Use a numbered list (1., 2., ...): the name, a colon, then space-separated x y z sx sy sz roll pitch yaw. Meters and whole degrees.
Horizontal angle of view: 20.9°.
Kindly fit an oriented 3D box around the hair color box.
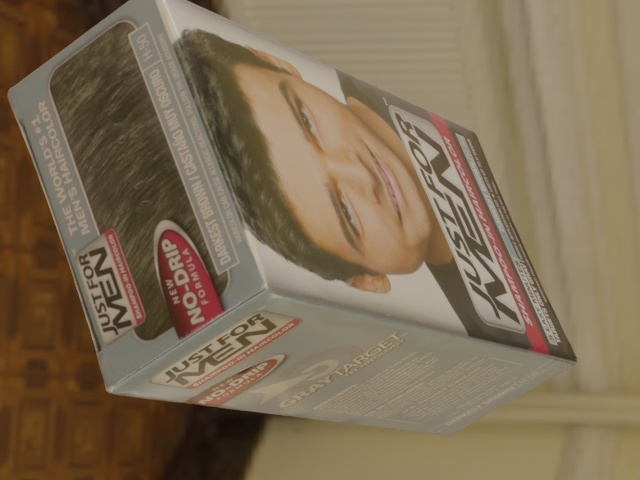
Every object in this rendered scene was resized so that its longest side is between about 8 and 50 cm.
1. hair color box: 0.000 0.000 1.030 0.374 0.113 0.185 15 47 -57
